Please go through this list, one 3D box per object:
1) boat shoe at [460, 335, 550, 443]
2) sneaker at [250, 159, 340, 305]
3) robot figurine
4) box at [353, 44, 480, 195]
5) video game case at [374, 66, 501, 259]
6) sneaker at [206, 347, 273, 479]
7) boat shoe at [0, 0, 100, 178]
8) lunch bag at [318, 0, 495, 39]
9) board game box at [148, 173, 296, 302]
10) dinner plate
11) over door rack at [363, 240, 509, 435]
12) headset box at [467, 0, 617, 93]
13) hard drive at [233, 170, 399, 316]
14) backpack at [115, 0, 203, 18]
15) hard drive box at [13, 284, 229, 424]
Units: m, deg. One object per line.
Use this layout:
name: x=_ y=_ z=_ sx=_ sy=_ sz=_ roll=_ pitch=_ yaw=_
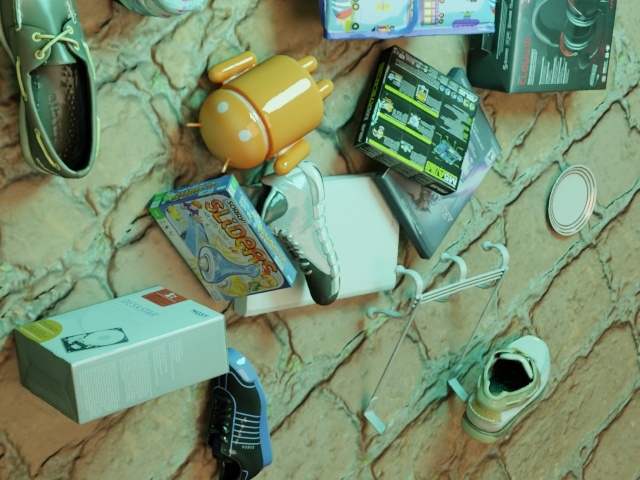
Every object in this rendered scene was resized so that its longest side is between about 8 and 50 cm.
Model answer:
boat shoe: x=0.359 y=0.252 z=2.082 sx=0.302 sy=0.113 sz=0.103 roll=-44 pitch=155 yaw=-51
sneaker: x=-0.053 y=0.001 z=1.703 sx=0.132 sy=0.086 sz=0.229 roll=-18 pitch=103 yaw=-29
robot figurine: x=-0.083 y=-0.184 z=1.636 sx=0.219 sy=0.128 sz=0.158 roll=-35 pitch=129 yaw=-27
box: x=0.160 y=-0.193 z=1.830 sx=0.190 sy=0.045 sz=0.184 roll=25 pitch=71 yaw=-26
video game case: x=0.206 y=-0.132 z=1.927 sx=0.274 sy=0.026 sz=0.196 roll=-55 pitch=130 yaw=-28
sneaker: x=-0.136 y=0.282 z=1.760 sx=0.090 sy=0.081 sz=0.232 roll=-32 pitch=123 yaw=-37
boat shoe: x=-0.340 y=-0.227 z=1.436 sx=0.109 sy=0.091 sz=0.305 roll=-19 pitch=114 yaw=-35
lunch bag: x=0.106 y=-0.415 z=1.664 sx=0.293 sy=0.138 sz=0.221 roll=-9 pitch=110 yaw=-24
board game box: x=-0.140 y=0.001 z=1.643 sx=0.201 sy=0.136 sz=0.035 roll=57 pitch=32 yaw=-34
dinner plate: x=0.490 y=-0.080 z=2.213 sx=0.141 sy=0.017 sz=0.141 roll=-12 pitch=109 yaw=-37
over door rack: x=0.189 y=0.160 z=1.981 sx=0.239 sy=0.108 sz=0.324 roll=-14 pitch=127 yaw=-38
headset box: x=0.380 y=-0.371 z=1.974 sx=0.293 sy=0.110 sz=0.218 roll=-7 pitch=108 yaw=-38
hard drive: x=0.000 y=0.000 z=1.818 sx=0.307 sy=0.040 sz=0.203 roll=-8 pitch=108 yaw=-37
backpack: x=-0.210 y=-0.383 z=1.479 sx=0.152 sy=0.115 sz=0.182 roll=4 pitch=96 yaw=-38
hard drive box: x=-0.272 y=0.151 z=1.545 sx=0.232 sy=0.181 sz=0.089 roll=-16 pitch=111 yaw=-36
